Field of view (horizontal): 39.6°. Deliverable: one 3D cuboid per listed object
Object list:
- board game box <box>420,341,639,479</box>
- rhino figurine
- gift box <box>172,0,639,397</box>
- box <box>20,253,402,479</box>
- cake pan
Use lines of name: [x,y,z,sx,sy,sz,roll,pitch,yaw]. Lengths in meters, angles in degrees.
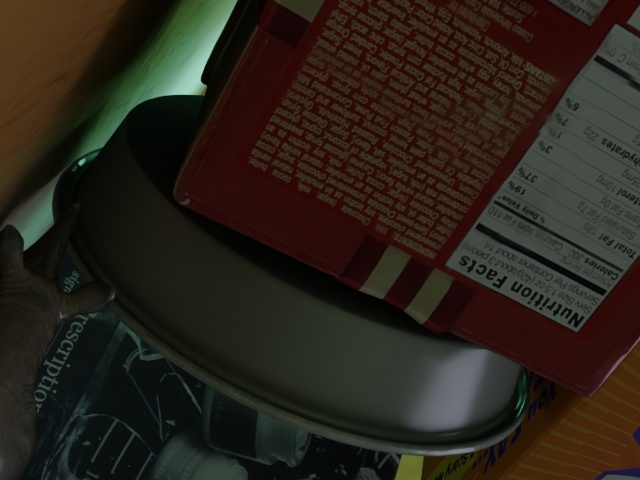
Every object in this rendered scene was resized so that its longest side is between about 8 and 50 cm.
board game box: [0.317,0.071,0.630,0.356,0.356,0.356,-60,-174,35]
rhino figurine: [-0.153,0.082,0.352,0.106,0.073,0.243,-31,-151,57]
gift box: [0.098,-0.122,0.451,0.276,0.255,0.258,-54,-163,20]
box: [-0.105,0.144,0.734,0.179,0.312,0.343,-43,-158,59]
cake pan: [0.000,0.000,0.506,0.293,0.293,0.054,-79,-165,-67]
